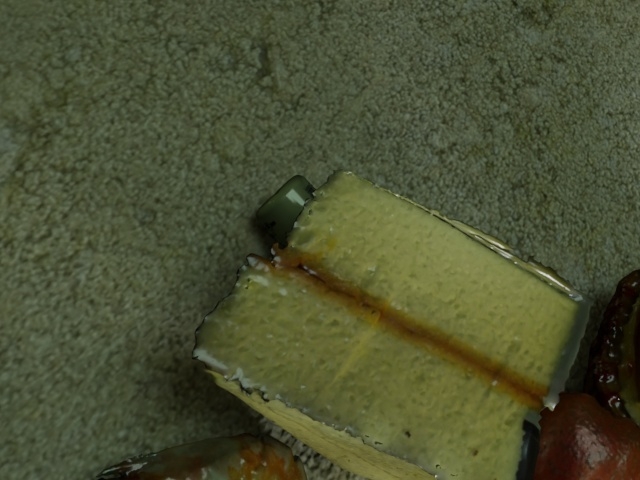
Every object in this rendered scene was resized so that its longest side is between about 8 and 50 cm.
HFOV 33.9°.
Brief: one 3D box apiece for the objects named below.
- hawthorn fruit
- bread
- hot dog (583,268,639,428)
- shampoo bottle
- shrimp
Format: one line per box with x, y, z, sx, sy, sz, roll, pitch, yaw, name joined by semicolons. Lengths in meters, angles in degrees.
0.307;0.281;1.299;0.189;0.189;0.189;16;58;-27;hawthorn fruit
0.108;0.093;1.157;0.405;0.242;0.346;55;49;-47;bread
0.480;0.181;1.451;0.223;0.185;0.405;37;51;-15;hot dog
0.000;0.000;1.293;0.162;0.079;0.079;47;50;-5;shampoo bottle
-0.127;0.277;1.075;0.294;0.062;0.154;4;70;-34;shrimp
